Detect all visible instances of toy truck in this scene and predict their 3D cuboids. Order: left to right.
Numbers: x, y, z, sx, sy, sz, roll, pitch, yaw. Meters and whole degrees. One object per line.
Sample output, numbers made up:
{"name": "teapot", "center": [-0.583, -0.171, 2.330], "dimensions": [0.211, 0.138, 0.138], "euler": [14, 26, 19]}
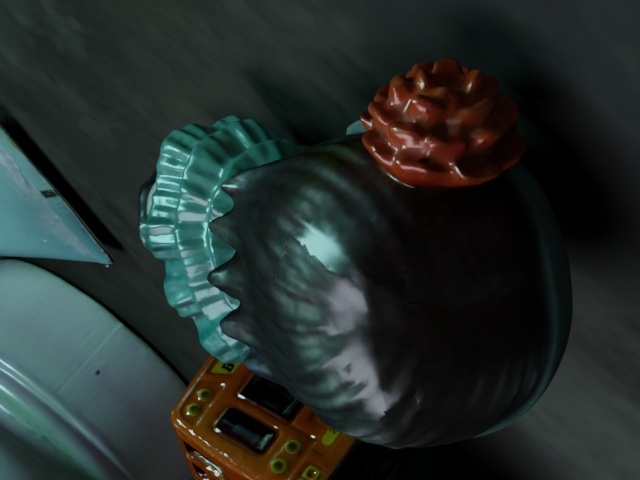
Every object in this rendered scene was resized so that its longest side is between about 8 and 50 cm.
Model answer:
{"name": "toy truck", "center": [0.007, 0.134, 0.995], "dimensions": [0.114, 0.107, 0.252], "euler": [27, 155, 23]}

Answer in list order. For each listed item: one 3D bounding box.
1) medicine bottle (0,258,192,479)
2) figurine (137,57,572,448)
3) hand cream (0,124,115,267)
{"name": "medicine bottle", "center": [-0.248, 0.209, 1.183], "dimensions": [0.213, 0.378, 0.213], "euler": [34, 157, 16]}
{"name": "figurine", "center": [0.000, 0.000, 0.760], "dimensions": [0.245, 0.110, 0.138], "euler": [11, 128, 61]}
{"name": "hand cream", "center": [-0.240, -0.033, 1.160], "dimensions": [0.312, 0.070, 0.111], "euler": [1, 135, 46]}
